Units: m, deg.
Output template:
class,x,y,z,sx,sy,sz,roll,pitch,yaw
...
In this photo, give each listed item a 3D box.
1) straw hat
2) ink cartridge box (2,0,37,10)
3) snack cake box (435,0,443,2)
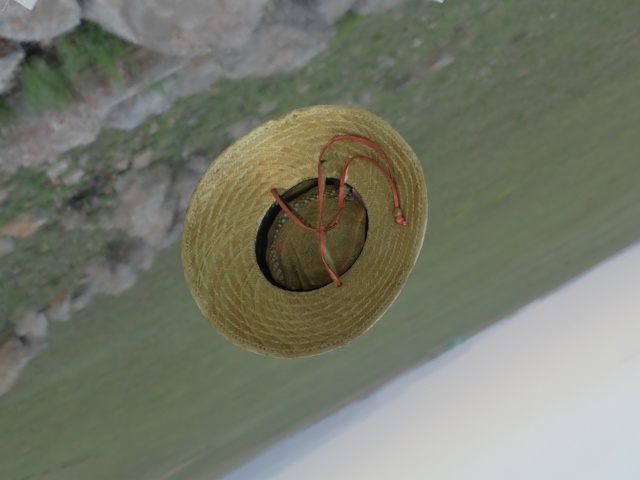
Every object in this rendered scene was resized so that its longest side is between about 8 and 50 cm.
class,x,y,z,sx,sy,sz,roll,pitch,yaw
straw hat,0.000,0.000,0.632,0.144,0.144,0.061,-32,160,10
ink cartridge box,-0.327,-0.290,1.285,0.083,0.028,0.048,-57,-163,4
snack cake box,-0.064,-0.210,0.563,0.264,0.152,0.089,7,-178,14
